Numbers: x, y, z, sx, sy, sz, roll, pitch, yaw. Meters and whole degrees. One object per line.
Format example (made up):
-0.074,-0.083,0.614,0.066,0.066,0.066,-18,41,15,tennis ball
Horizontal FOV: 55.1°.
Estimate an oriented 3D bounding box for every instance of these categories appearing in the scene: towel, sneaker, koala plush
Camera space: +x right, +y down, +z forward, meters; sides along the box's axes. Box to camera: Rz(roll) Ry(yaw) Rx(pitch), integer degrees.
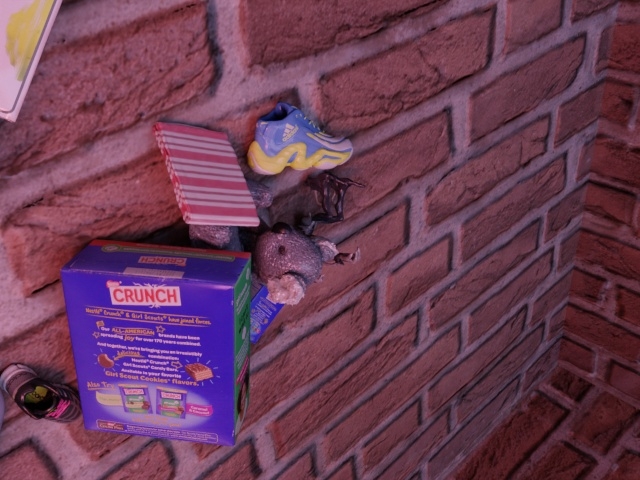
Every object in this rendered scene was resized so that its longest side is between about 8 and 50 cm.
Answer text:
-0.186,-0.105,1.000,0.144,0.197,0.029,1,148,-46,towel
-0.449,0.267,1.009,0.063,0.074,0.170,-48,138,-15,sneaker
-0.028,-0.200,1.166,0.240,0.091,0.126,-18,123,-38,sneaker
-0.091,0.025,1.097,0.196,0.221,0.203,-50,149,-51,koala plush

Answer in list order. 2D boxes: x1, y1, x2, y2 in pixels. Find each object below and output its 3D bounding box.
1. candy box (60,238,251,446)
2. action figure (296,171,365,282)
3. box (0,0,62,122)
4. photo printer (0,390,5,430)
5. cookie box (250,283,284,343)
-0.256,0.169,1.010,0.122,0.268,0.317,-78,173,-62,candy box
0.000,0.000,1.274,0.164,0.140,0.276,4,107,-59,action figure
-0.342,-0.233,0.663,0.087,0.290,0.169,22,95,-28,box
-0.531,0.360,0.850,0.107,0.256,0.308,14,103,-17,photo printer
-0.139,0.149,1.288,0.107,0.040,0.092,-52,139,-10,cookie box
